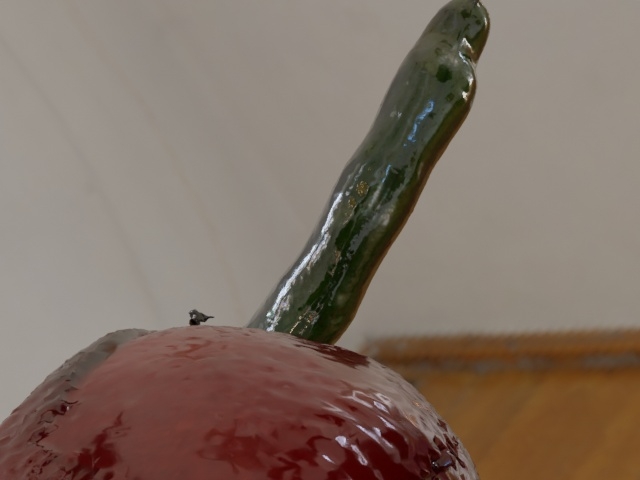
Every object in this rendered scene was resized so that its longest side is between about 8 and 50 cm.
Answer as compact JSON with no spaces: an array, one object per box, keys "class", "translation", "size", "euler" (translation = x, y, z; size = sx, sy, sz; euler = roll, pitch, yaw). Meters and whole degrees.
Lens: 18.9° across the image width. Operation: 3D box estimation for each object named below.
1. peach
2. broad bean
[{"class":"peach","translation":[-0.034,0.114,0.563],"size":[0.159,0.154,0.267],"euler":[6,17,24]},{"class":"broad bean","translation":[0.000,0.000,1.031],"size":[0.292,0.049,0.144],"euler":[-51,23,28]}]
